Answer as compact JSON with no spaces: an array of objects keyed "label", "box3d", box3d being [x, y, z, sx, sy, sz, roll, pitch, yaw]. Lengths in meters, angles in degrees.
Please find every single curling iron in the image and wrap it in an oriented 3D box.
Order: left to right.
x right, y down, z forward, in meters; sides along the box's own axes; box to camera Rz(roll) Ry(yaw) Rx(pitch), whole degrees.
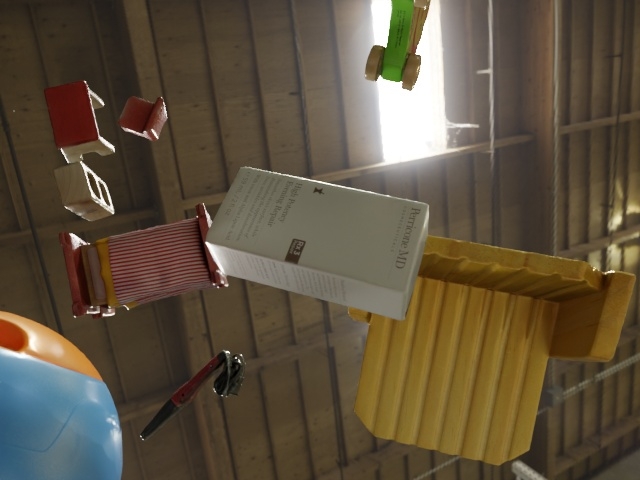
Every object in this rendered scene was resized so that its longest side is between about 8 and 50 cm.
[{"label":"curling iron","box3d":[-0.213,0.255,0.837,0.274,0.068,0.035,-38,-39,28]}]

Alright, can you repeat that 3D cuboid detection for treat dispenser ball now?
[{"label":"treat dispenser ball","box3d":[-0.325,0.203,0.458,0.288,0.288,0.288,-8,-74,-28]}]

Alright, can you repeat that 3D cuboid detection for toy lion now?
[{"label":"toy lion","box3d":[0.058,-0.152,0.332,0.100,0.034,0.096,87,-158,-62]}]

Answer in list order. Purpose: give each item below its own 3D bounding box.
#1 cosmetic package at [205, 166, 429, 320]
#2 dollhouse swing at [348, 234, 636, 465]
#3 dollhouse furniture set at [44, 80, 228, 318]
[{"label":"cosmetic package","box3d":[0.000,0.000,0.613,0.085,0.231,0.117,77,-152,-58]},{"label":"dollhouse swing","box3d":[0.207,0.182,0.786,0.347,0.315,0.304,11,-100,8]},{"label":"dollhouse furniture set","box3d":[-0.285,-0.082,0.797,0.202,0.152,0.373,-15,-98,-8]}]
